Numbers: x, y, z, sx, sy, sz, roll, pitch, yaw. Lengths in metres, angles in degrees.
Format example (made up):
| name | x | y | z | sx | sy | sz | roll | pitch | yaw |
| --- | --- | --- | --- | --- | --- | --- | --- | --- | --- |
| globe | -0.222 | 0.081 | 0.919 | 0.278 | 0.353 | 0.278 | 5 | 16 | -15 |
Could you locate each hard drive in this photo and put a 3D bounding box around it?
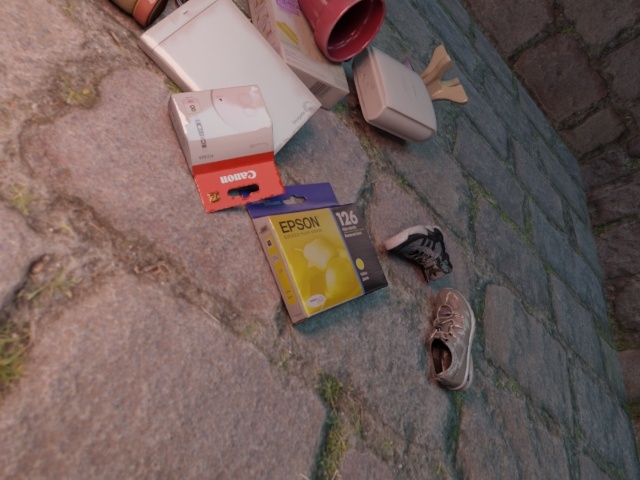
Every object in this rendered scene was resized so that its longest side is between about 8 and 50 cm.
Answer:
| name | x | y | z | sx | sy | sz | roll | pitch | yaw |
| --- | --- | --- | --- | --- | --- | --- | --- | --- | --- |
| hard drive | -0.185 | -0.365 | 0.992 | 0.353 | 0.047 | 0.233 | 46 | 64 | -17 |

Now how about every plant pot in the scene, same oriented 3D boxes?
| name | x | y | z | sx | sy | sz | roll | pitch | yaw |
| --- | --- | --- | --- | --- | --- | --- | --- | --- | --- |
| plant pot | 0.042 | -0.614 | 1.175 | 0.201 | 0.201 | 0.180 | -20 | 68 | -49 |

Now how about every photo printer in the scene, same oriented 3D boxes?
| name | x | y | z | sx | sy | sz | roll | pitch | yaw |
| --- | --- | --- | --- | --- | --- | --- | --- | --- | --- |
| photo printer | 0.252 | -0.454 | 1.424 | 0.308 | 0.107 | 0.255 | 10 | 61 | -41 |

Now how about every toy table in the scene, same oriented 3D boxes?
| name | x | y | z | sx | sy | sz | roll | pitch | yaw |
| --- | --- | --- | --- | --- | --- | --- | --- | --- | --- |
| toy table | 0.434 | -0.598 | 1.676 | 0.274 | 0.161 | 0.252 | 67 | 22 | 4 |

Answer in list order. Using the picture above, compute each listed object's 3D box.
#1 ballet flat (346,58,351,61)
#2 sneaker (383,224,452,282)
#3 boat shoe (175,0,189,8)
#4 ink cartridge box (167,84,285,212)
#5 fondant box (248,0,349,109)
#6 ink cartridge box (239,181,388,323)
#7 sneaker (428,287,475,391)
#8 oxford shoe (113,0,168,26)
| name | x | y | z | sx | sy | sz | roll | pitch | yaw |
| --- | --- | --- | --- | --- | --- | --- | --- | --- | --- |
| ballet flat | 0.062 | -0.641 | 1.401 | 0.096 | 0.096 | 0.280 | 6 | 40 | -9 |
| sneaker | 0.289 | 0.042 | 1.247 | 0.269 | 0.101 | 0.152 | -5 | 70 | -49 |
| boat shoe | -0.248 | -0.567 | 1.068 | 0.184 | 0.083 | 0.065 | -6 | 73 | -47 |
| ink cartridge box | -0.179 | -0.193 | 0.900 | 0.189 | 0.066 | 0.232 | -18 | 81 | -30 |
| fondant box | -0.063 | -0.557 | 1.241 | 0.239 | 0.096 | 0.329 | 7 | 62 | -43 |
| ink cartridge box | 0.000 | 0.000 | 1.010 | 0.304 | 0.072 | 0.306 | -14 | 80 | -47 |
| sneaker | 0.345 | 0.251 | 1.183 | 0.115 | 0.105 | 0.281 | 26 | 52 | -34 |
| oxford shoe | -0.355 | -0.611 | 0.961 | 0.130 | 0.123 | 0.348 | 31 | 48 | -23 |
